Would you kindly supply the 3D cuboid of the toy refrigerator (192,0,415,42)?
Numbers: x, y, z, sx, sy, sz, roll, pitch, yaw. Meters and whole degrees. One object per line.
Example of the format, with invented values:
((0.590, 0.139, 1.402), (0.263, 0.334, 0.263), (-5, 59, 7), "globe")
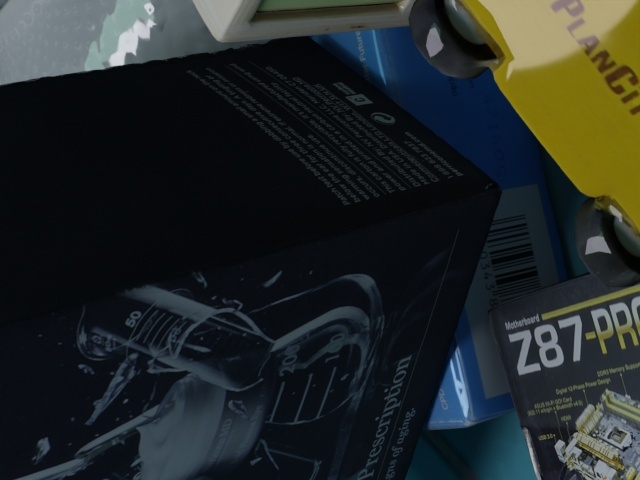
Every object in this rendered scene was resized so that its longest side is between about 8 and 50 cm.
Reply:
((0.066, -0.162, 0.608), (0.094, 0.269, 0.102), (61, 140, 23), "toy refrigerator")

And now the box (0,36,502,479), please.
((-0.111, 0.095, 0.698), (0.179, 0.312, 0.343), (44, 134, 36), "box")

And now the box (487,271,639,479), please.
((0.267, 0.130, 0.565), (0.395, 0.097, 0.318), (-27, 80, 53), "box")

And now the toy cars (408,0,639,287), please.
((0.202, -0.033, 0.392), (0.394, 0.087, 0.176), (22, 132, 25), "toy cars")

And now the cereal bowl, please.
((-0.133, -0.187, 0.866), (0.339, 0.141, 0.339), (-36, 44, 44), "cereal bowl")

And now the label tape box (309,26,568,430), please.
((0.000, 0.000, 0.880), (0.348, 0.115, 0.249), (-15, 87, 56), "label tape box")
